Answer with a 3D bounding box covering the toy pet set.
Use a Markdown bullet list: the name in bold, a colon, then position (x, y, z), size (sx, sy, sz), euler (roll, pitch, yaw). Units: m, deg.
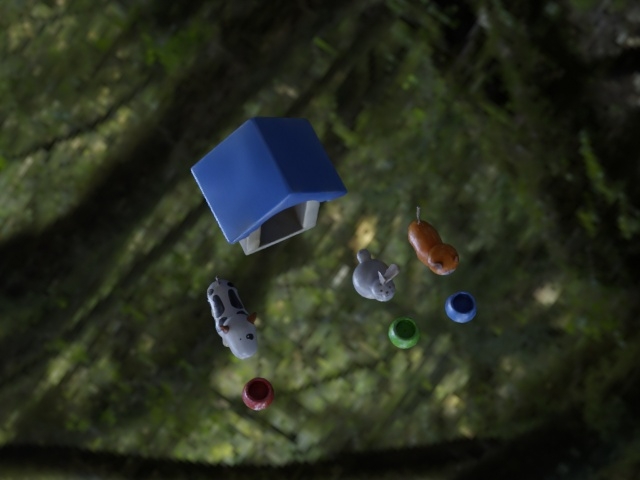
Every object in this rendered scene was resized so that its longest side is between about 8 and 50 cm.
- **toy pet set**: position (0.000, 0.000, 0.711), size (0.114, 0.122, 0.065), euler (62, 167, 17)
